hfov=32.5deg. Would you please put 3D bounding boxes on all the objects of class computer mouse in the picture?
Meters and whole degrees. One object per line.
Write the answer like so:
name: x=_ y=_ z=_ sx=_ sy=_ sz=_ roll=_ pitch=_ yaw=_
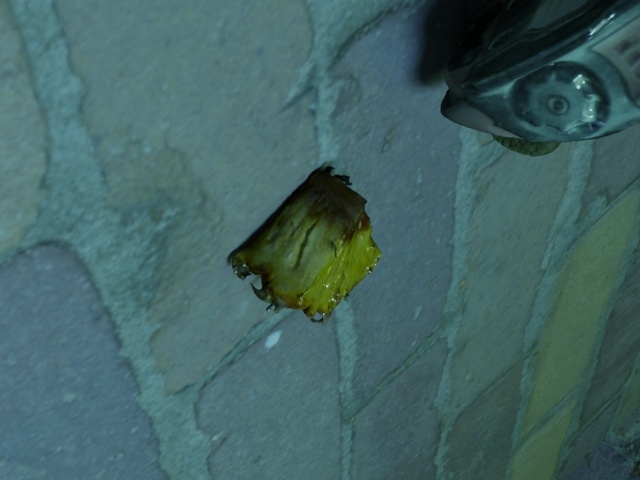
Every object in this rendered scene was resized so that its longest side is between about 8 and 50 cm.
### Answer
computer mouse: x=0.240 y=-0.164 z=0.728 sx=0.389 sy=0.115 sz=0.199 roll=-26 pitch=-151 yaw=41

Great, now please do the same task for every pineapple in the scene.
pineapple: x=0.000 y=0.000 z=0.836 sx=0.137 sy=0.069 sz=0.116 roll=-22 pitch=139 yaw=-57

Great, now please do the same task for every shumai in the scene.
shumai: x=0.193 y=-0.121 z=0.948 sx=0.080 sy=0.082 sz=0.083 roll=-34 pitch=171 yaw=-30
